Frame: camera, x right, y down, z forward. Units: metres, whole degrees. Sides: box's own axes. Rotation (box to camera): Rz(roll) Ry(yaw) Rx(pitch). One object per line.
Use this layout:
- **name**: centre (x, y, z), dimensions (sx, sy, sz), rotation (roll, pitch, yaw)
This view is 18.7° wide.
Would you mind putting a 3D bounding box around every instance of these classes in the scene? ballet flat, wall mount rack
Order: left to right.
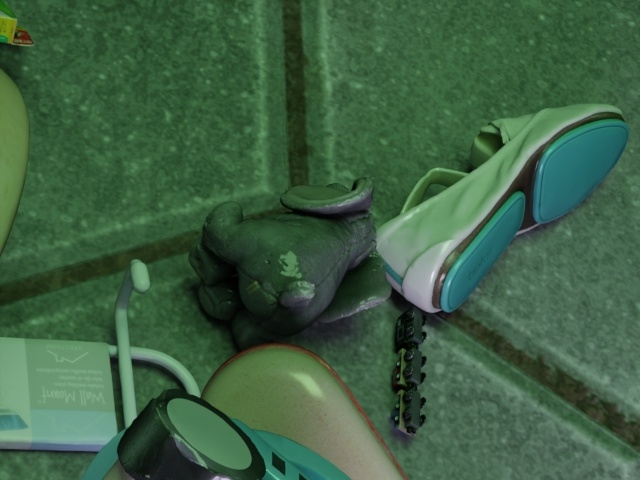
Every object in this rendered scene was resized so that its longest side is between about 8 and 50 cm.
- **wall mount rack**: centre (-0.256, 0.153, 1.762), dimensions (0.350, 0.130, 0.304), rotation (4, 53, -20)
- **ballet flat**: centre (0.193, -0.063, 2.144), dimensions (0.139, 0.139, 0.400), rotation (42, 50, 12)

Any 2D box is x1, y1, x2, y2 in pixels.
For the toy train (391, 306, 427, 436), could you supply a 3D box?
- **toy train**: centre (0.089, 0.136, 1.988), dimensions (0.027, 0.036, 0.158), rotation (33, 41, -29)

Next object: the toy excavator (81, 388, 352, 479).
- **toy excavator**: centre (0.015, 0.295, 1.632), dimensions (0.433, 0.222, 0.445), rotation (39, 16, 8)

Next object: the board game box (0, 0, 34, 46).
- **board game box**: centre (-0.429, -0.246, 2.026), dimensions (0.259, 0.039, 0.124), rotation (12, 12, -17)

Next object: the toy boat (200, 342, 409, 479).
- **toy boat**: centre (-0.019, 0.203, 1.829), dimensions (0.151, 0.151, 0.231), rotation (-33, 98, 1)

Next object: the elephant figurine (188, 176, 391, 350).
- **elephant figurine**: centre (0.000, 0.000, 1.966), dimensions (0.239, 0.169, 0.186), rotation (-26, 61, -32)

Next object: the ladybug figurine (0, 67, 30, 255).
- **ladybug figurine**: centre (-0.412, -0.013, 1.707), dimensions (0.162, 0.305, 0.449), rotation (44, 38, -36)
